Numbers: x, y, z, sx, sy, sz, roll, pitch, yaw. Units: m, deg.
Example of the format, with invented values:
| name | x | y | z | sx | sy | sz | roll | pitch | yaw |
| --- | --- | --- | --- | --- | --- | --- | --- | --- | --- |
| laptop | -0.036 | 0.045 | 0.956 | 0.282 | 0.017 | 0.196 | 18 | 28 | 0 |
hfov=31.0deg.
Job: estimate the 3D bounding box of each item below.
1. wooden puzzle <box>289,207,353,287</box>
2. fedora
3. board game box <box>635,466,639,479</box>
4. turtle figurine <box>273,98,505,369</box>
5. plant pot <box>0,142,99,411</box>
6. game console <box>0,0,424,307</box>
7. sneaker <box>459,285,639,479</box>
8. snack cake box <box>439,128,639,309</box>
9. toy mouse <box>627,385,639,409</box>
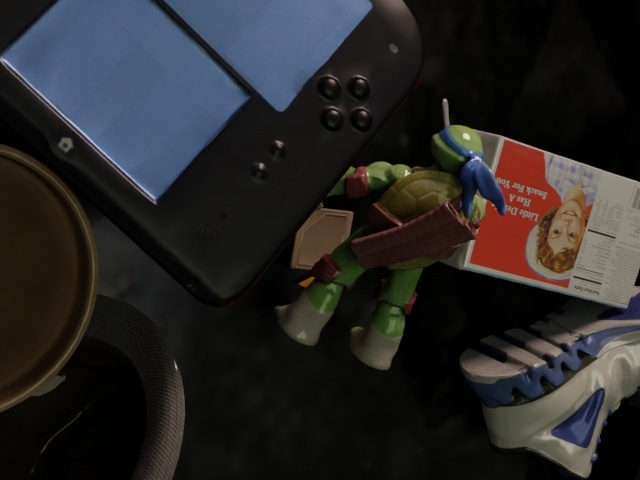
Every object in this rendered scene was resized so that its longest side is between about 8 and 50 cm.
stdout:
| name | x | y | z | sx | sy | sz | roll | pitch | yaw |
| --- | --- | --- | --- | --- | --- | --- | --- | --- | --- |
| wooden puzzle | 0.000 | 0.000 | 1.224 | 0.078 | 0.014 | 0.116 | 14 | 93 | -36 |
| fedora | -0.222 | 0.197 | 1.040 | 0.124 | 0.243 | 0.276 | 59 | 38 | -60 |
| board game box | 0.449 | 0.242 | 1.479 | 0.126 | 0.026 | 0.186 | -26 | 134 | -54 |
| turtle figurine | 0.061 | -0.025 | 1.184 | 0.197 | 0.274 | 0.266 | 5 | 119 | -53 |
| plant pot | -0.317 | 0.025 | 0.980 | 0.237 | 0.109 | 0.238 | -7 | 105 | -29 |
| game console | -0.120 | -0.186 | 0.993 | 0.386 | 0.060 | 0.342 | 43 | 65 | -11 |
| sneaker | 0.315 | 0.180 | 1.399 | 0.315 | 0.127 | 0.182 | -18 | 113 | -20 |
| snack cake box | 0.257 | -0.022 | 1.329 | 0.264 | 0.089 | 0.152 | 14 | 95 | -32 |
| toy mouse | 0.451 | 0.184 | 1.524 | 0.161 | 0.031 | 0.143 | -2 | 102 | -31 |
